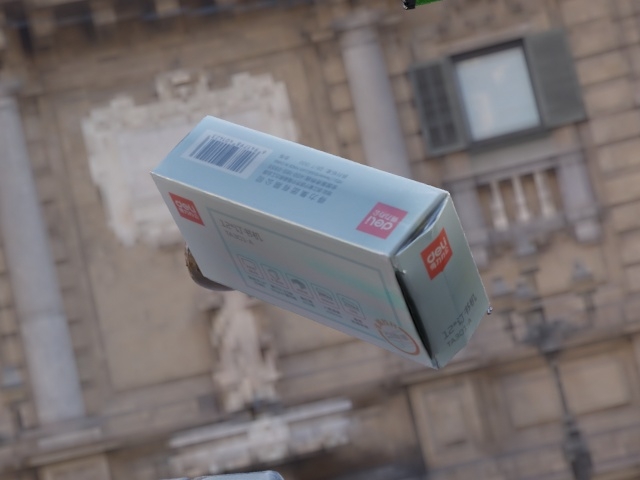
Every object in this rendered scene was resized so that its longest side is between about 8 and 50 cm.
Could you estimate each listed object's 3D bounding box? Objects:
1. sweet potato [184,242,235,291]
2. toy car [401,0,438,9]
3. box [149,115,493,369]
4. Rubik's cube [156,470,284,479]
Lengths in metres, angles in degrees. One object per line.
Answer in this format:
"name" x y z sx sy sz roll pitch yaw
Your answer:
"sweet potato" -0.058 -0.027 1.818 0.097 0.097 0.292 -8 -19 -29
"toy car" 0.076 -0.258 1.345 0.063 0.165 0.071 -3 22 1
"box" 0.000 0.000 1.413 0.269 0.135 0.079 20 58 39
"Rubik's cube" -0.077 0.268 0.910 0.319 0.319 0.264 -20 -29 40
